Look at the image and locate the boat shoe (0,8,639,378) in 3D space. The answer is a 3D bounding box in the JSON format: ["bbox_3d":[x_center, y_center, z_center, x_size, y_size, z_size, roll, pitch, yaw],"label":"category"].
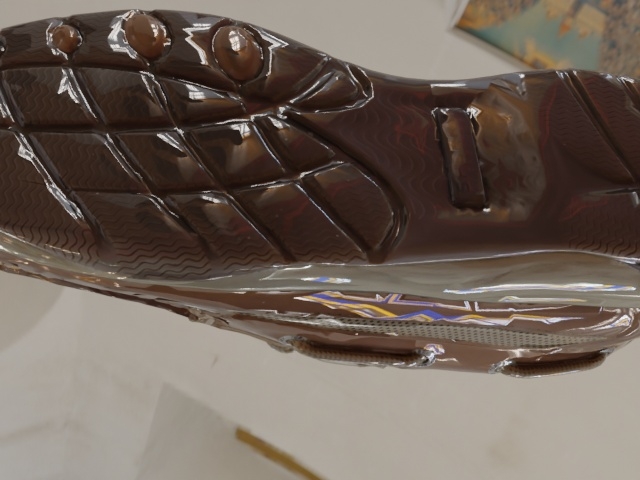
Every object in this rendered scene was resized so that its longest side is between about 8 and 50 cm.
[{"bbox_3d":[0.000,0.000,0.457,0.324,0.116,0.123,8,-130,-8],"label":"boat shoe"}]
